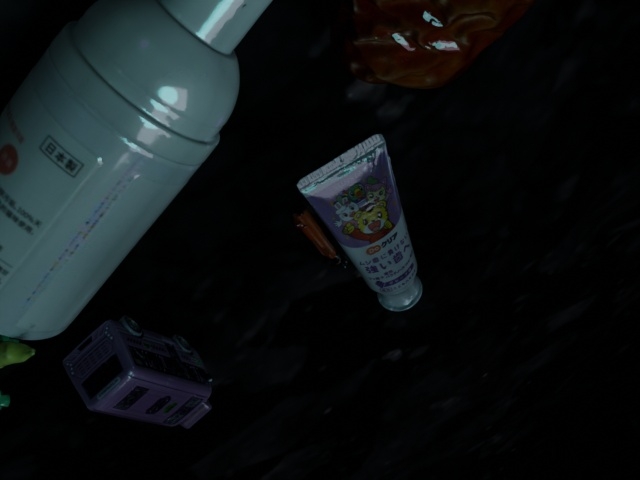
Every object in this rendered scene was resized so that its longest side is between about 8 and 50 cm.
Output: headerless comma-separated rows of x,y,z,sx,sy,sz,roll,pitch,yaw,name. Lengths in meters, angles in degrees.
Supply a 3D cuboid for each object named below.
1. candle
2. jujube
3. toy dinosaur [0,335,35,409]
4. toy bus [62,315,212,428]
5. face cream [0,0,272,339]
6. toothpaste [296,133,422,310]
-0.001,0.000,1.033,0.026,0.021,0.167,-51,149,-8,candle
0.112,-0.256,0.646,0.216,0.216,0.342,-16,157,-31,jujube
-0.324,0.105,0.708,0.259,0.094,0.153,-5,164,21,toy dinosaur
-0.204,0.160,0.965,0.087,0.098,0.178,-43,149,8,toy bus
-0.148,-0.097,0.632,0.370,0.145,0.145,-46,148,17,face cream
0.067,-0.010,1.051,0.114,0.073,0.299,-30,141,-1,toothpaste
